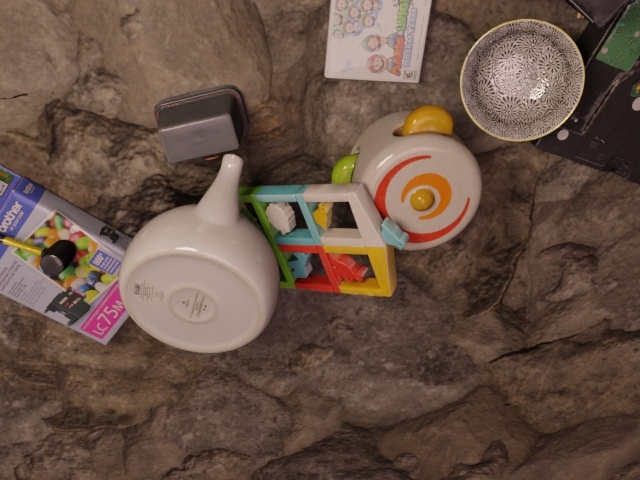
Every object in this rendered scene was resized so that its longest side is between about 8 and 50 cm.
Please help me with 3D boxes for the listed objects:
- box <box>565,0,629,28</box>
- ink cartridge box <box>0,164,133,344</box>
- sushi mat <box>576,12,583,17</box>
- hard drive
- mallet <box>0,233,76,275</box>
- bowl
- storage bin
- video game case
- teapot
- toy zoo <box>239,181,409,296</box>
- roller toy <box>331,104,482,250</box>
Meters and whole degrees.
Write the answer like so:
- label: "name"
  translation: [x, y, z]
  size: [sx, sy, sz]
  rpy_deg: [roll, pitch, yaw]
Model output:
- label: "box"
  translation: [0.320, -0.371, 0.853]
  size: [0.156, 0.158, 0.093]
  rpy_deg: [36, 117, -17]
- label: "ink cartridge box"
  translation: [-0.433, 0.028, 1.077]
  size: [0.311, 0.065, 0.186]
  rpy_deg: [34, 111, -21]
- label: "sushi mat"
  translation: [0.449, -0.466, 0.905]
  size: [0.152, 0.019, 0.316]
  rpy_deg: [-3, 121, -6]
- label: "hard drive"
  translation: [0.490, -0.260, 0.991]
  size: [0.237, 0.064, 0.339]
  rpy_deg: [14, 122, -18]
- label: "mallet"
  translation: [-0.463, 0.005, 0.988]
  size: [0.190, 0.062, 0.039]
  rpy_deg: [17, 113, -16]
- label: "bowl"
  translation: [0.291, -0.237, 0.976]
  size: [0.170, 0.080, 0.170]
  rpy_deg: [5, 113, 12]
- label: "storage bin"
  translation: [-0.174, -0.158, 0.977]
  size: [0.135, 0.091, 0.098]
  rpy_deg: [-12, 121, 2]
- label: "video game case"
  translation: [0.083, -0.308, 0.959]
  size: [0.143, 0.019, 0.157]
  rpy_deg: [2, 120, -7]
- label: "teapot"
  translation: [-0.173, 0.038, 1.024]
  size: [0.256, 0.187, 0.252]
  rpy_deg: [-22, 123, 23]
- label: "toy zoo"
  translation: [0.000, 0.000, 1.030]
  size: [0.293, 0.030, 0.192]
  rpy_deg: [2, 128, 34]
- label: "roller toy"
  translation: [0.144, -0.090, 1.018]
  size: [0.209, 0.146, 0.191]
  rpy_deg: [-41, 117, 16]
